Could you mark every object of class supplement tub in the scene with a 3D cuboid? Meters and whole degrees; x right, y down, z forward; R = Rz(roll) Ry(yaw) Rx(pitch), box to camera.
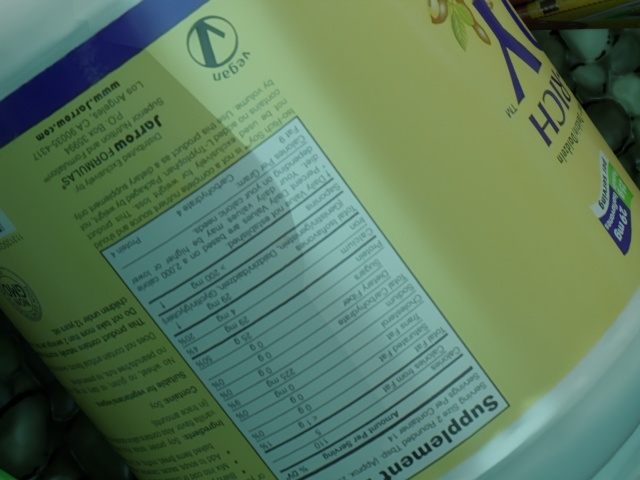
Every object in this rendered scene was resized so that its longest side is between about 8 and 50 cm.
[{"bbox_3d":[0.000,0.000,0.749,0.241,0.241,0.331,-41,104,-16],"label":"supplement tub"}]

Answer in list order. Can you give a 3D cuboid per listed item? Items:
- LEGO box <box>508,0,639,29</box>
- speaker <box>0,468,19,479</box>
[{"bbox_3d":[0.233,-0.293,0.700,0.193,0.500,0.372,-4,92,-21],"label":"LEGO box"},{"bbox_3d":[-0.180,0.241,0.742,0.131,0.131,0.296,37,77,-17],"label":"speaker"}]
